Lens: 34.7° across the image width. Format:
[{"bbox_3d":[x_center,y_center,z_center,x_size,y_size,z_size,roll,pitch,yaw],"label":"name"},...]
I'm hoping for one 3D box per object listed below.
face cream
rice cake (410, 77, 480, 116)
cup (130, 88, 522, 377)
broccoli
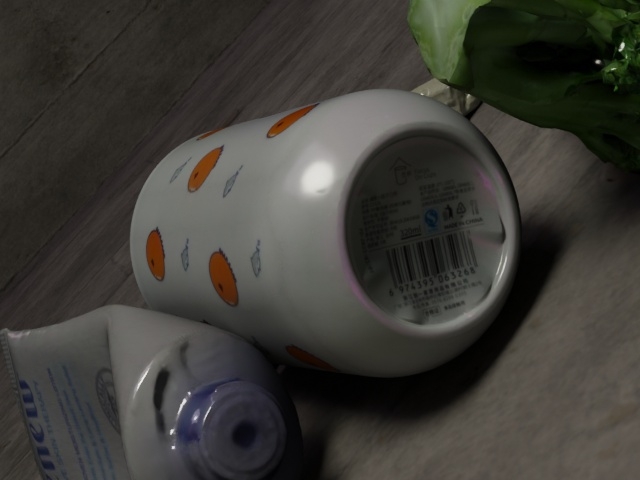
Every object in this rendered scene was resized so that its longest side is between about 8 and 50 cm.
[{"bbox_3d":[-0.161,0.163,0.850,0.137,0.234,0.420,-20,2,-36],"label":"face cream"},{"bbox_3d":[0.081,-0.126,1.138,0.057,0.052,0.256,-23,1,-40],"label":"rice cake"},{"bbox_3d":[0.000,0.000,0.807,0.212,0.212,0.317,-53,21,-19],"label":"cup"},{"bbox_3d":[0.187,-0.180,0.663,0.275,0.307,0.308,-13,1,-30],"label":"broccoli"}]
